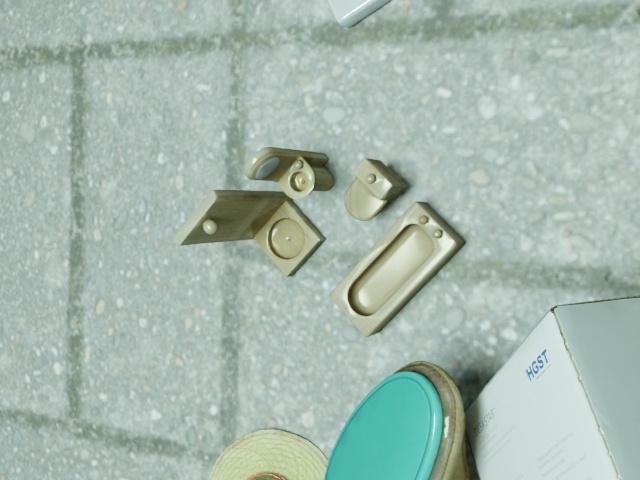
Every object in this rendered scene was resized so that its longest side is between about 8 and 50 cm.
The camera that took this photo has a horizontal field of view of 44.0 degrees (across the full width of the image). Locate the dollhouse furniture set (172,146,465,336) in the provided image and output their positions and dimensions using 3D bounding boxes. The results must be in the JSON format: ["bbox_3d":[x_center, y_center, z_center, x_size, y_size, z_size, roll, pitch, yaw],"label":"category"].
[{"bbox_3d":[0.000,0.000,0.641,0.151,0.123,0.144,48,112,17],"label":"dollhouse furniture set"}]

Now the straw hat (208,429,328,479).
[{"bbox_3d":[-0.053,0.243,0.695,0.145,0.061,0.144,-2,83,16],"label":"straw hat"}]

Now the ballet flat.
[{"bbox_3d":[0.049,0.241,0.630,0.342,0.124,0.116,-65,32,18],"label":"ballet flat"}]

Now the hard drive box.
[{"bbox_3d":[0.181,0.177,0.478,0.181,0.089,0.232,106,155,-56],"label":"hard drive box"}]

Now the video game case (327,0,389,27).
[{"bbox_3d":[0.056,-0.328,0.655,0.206,0.026,0.227,-28,79,25],"label":"video game case"}]
